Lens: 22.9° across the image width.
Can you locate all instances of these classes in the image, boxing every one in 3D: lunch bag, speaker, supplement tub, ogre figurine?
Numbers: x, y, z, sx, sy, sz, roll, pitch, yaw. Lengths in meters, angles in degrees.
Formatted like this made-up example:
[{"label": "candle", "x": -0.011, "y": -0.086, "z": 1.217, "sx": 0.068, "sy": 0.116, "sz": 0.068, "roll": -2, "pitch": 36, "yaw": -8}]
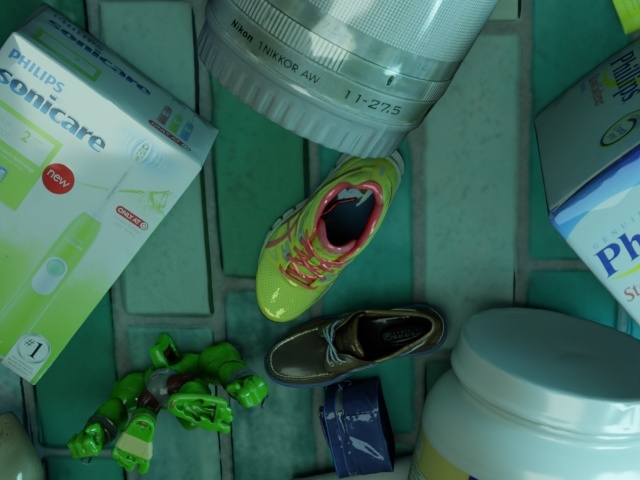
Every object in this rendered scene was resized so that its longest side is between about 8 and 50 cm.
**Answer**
[{"label": "lunch bag", "x": 0.033, "y": 0.184, "z": 1.572, "sx": 0.065, "sy": 0.067, "sz": 0.098, "roll": -11, "pitch": 107, "yaw": 8}, {"label": "speaker", "x": 0.037, "y": 0.257, "z": 1.608, "sx": 0.136, "sy": 0.055, "sz": 0.055, "roll": -13, "pitch": 110, "yaw": 11}, {"label": "supplement tub", "x": 0.196, "y": 0.254, "z": 1.488, "sx": 0.241, "sy": 0.241, "sz": 0.331, "roll": 11, "pitch": 109, "yaw": 1}, {"label": "ogre figurine", "x": -0.142, "y": 0.152, "z": 1.549, "sx": 0.197, "sy": 0.118, "sz": 0.097, "roll": -38, "pitch": 108, "yaw": 19}]

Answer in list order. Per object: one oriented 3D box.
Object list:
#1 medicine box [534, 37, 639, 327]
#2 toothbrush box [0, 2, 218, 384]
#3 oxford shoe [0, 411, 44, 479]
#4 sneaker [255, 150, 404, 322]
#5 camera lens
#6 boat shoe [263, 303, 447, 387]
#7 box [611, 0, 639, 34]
[{"label": "medicine box", "x": 0.331, "y": -0.006, "z": 1.364, "sx": 0.149, "sy": 0.263, "sz": 0.289, "roll": -39, "pitch": 104, "yaw": 17}, {"label": "toothbrush box", "x": -0.263, "y": -0.042, "z": 1.481, "sx": 0.206, "sy": 0.122, "sz": 0.283, "roll": 37, "pitch": 109, "yaw": -10}, {"label": "oxford shoe", "x": -0.437, "y": 0.272, "z": 1.645, "sx": 0.348, "sy": 0.123, "sz": 0.130, "roll": -19, "pitch": 83, "yaw": 13}, {"label": "sneaker", "x": 0.000, "y": 0.000, "z": 1.488, "sx": 0.081, "sy": 0.094, "sz": 0.208, "roll": 30, "pitch": 113, "yaw": -9}, {"label": "camera lens", "x": 0.043, "y": -0.236, "z": 1.322, "sx": 0.219, "sy": 0.219, "sz": 0.274, "roll": 28, "pitch": 112, "yaw": -6}, {"label": "boat shoe", "x": 0.030, "y": 0.095, "z": 1.529, "sx": 0.183, "sy": 0.066, "sz": 0.066, "roll": -17, "pitch": 78, "yaw": 5}, {"label": "box", "x": 0.329, "y": -0.265, "z": 1.379, "sx": 0.178, "sy": 0.042, "sz": 0.109, "roll": -22, "pitch": 109, "yaw": 13}]
